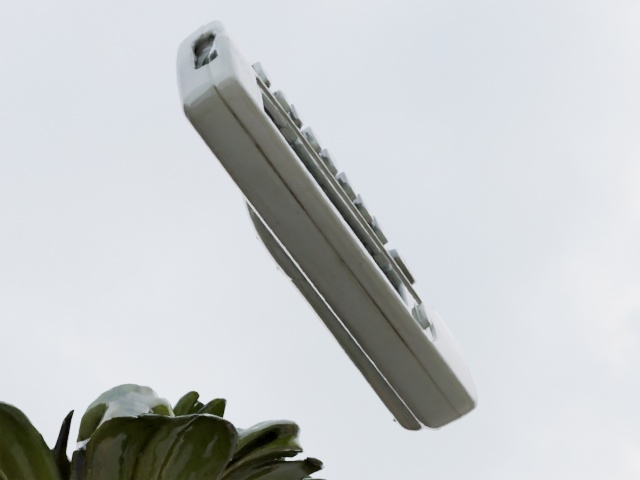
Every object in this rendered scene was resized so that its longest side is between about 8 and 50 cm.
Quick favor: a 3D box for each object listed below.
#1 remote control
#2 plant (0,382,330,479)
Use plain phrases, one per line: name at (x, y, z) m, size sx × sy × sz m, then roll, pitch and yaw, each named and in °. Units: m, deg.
remote control at (0.001, -0.001, 0.825) m, size 0.049 × 0.090 × 0.230 m, roll -31°, pitch -64°, yaw 10°
plant at (-0.106, 0.227, 0.908) m, size 0.306 × 0.297 × 0.261 m, roll -38°, pitch -9°, yaw -4°
